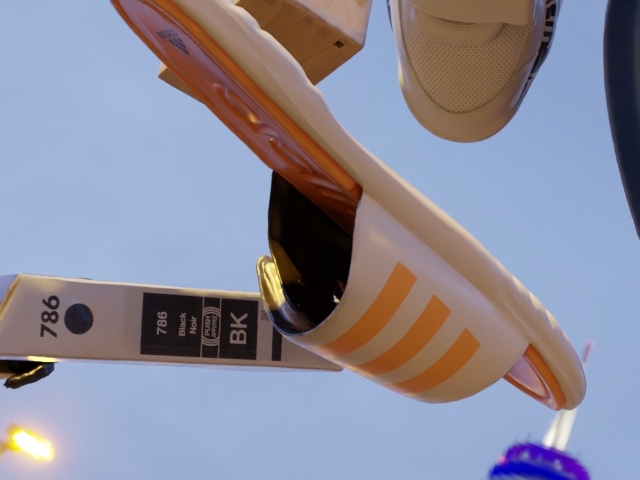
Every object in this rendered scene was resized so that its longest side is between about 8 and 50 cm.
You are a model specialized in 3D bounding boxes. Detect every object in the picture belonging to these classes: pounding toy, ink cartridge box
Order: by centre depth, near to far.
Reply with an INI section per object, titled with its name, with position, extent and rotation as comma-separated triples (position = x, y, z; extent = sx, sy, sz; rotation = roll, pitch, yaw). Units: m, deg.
[pounding toy]
position = -0.008, -0.154, 0.754
extent = 0.100, 0.141, 0.130
rotation = 29, -37, -25
[ink cartridge box]
position = -0.161, 0.065, 0.963
extent = 0.333, 0.065, 0.165
rotation = 5, -7, -32

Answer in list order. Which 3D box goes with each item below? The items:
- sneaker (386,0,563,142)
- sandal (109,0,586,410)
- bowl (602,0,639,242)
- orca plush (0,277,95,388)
[sneaker]
position = 0.089, -0.212, 0.854
extent = 0.137, 0.210, 0.365
rotation = 13, -60, 16
[sandal]
position = -0.004, -0.002, 0.514
extent = 0.265, 0.076, 0.102
rotation = 43, -10, -19
[bowl]
position = 0.304, -0.025, 0.852
extent = 0.077, 0.391, 0.391
rotation = -19, -44, -4
[orca plush]
position = -0.353, 0.083, 1.319
extent = 0.287, 0.151, 0.102
rotation = -12, -63, 17
